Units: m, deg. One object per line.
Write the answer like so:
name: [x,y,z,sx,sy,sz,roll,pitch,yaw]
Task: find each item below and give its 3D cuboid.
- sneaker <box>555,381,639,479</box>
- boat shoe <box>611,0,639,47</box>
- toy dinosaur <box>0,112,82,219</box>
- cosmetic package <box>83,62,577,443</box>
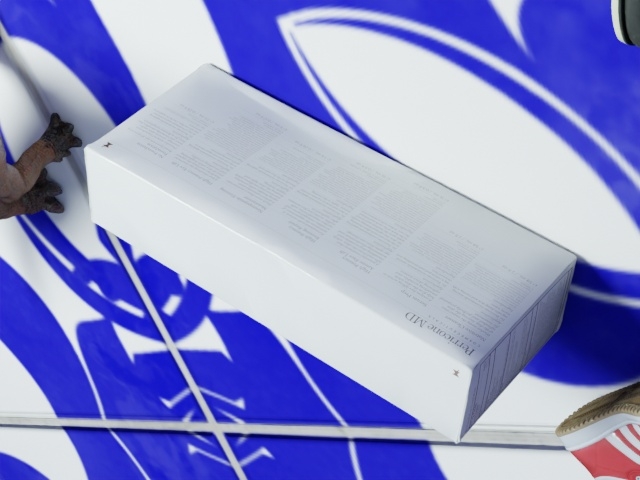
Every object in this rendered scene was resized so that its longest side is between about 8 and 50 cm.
sneaker: [0.170,0.102,0.681,0.067,0.042,0.118,55,149,0]
boat shoe: [0.144,-0.121,0.516,0.042,0.049,0.133,40,137,25]
toy dinosaur: [-0.264,-0.034,0.864,0.127,0.200,0.296,43,142,9]
cosmetic package: [0.000,0.000,0.718,0.239,0.099,0.060,30,138,24]
